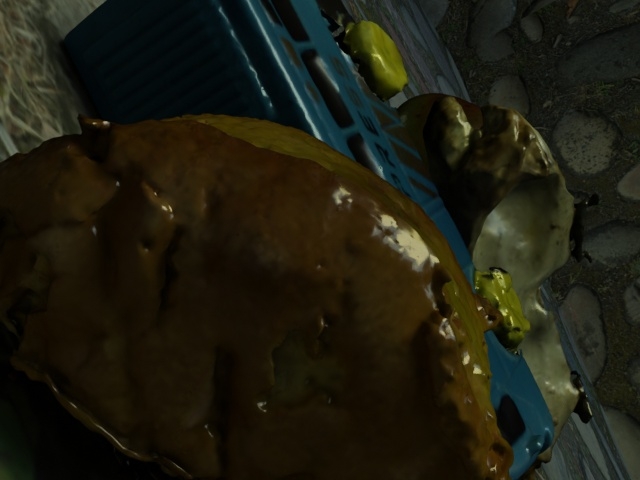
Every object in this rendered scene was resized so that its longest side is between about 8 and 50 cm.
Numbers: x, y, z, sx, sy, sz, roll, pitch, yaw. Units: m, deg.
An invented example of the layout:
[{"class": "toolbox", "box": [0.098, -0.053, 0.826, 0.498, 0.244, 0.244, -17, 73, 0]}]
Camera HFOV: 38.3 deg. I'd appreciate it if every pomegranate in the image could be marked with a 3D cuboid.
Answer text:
[{"class": "pomegranate", "box": [0.134, -0.077, 1.126, 0.210, 0.180, 0.180, -47, 113, -34]}]

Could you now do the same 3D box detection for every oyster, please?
[{"class": "oyster", "box": [0.123, 0.057, 0.709, 0.133, 0.337, 0.198, -17, 38, -40]}]

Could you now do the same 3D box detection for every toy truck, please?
[{"class": "toy truck", "box": [0.000, 0.000, 0.587, 0.385, 0.161, 0.162, 63, 28, -1]}]

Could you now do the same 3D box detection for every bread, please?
[{"class": "bread", "box": [-0.010, 0.031, 0.395, 0.260, 0.147, 0.160, 39, 19, -2]}]

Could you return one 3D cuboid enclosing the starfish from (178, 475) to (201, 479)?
[{"class": "starfish", "box": [-0.022, 0.145, 0.398, 0.150, 0.053, 0.209, 48, 18, 31]}]
